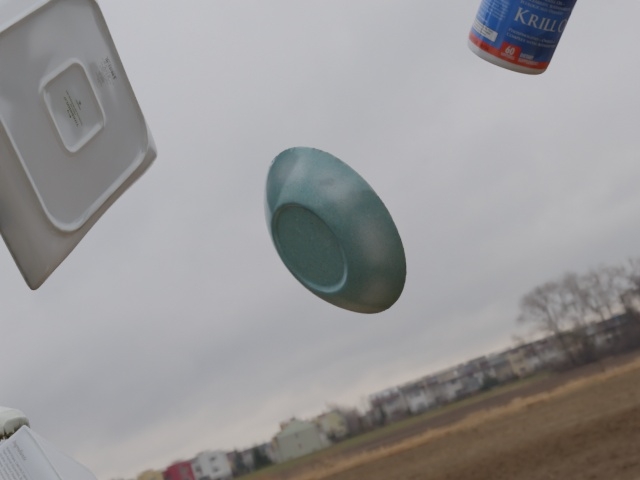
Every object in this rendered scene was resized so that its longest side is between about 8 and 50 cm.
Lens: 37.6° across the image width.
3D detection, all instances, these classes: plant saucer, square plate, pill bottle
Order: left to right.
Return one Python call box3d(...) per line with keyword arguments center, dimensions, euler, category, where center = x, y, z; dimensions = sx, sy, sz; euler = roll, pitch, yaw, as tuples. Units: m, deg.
box3d(center=(-0.336, -0.172, 1.210), dimensions=(0.049, 0.347, 0.344), euler=(-3, 32, 25), category="square plate")
box3d(center=(0.000, 0.000, 0.953), dimensions=(0.037, 0.195, 0.195), euler=(-34, -1, -34), category="plant saucer")
box3d(center=(0.294, -0.350, 1.284), dimensions=(0.124, 0.124, 0.221), euler=(-9, -51, -40), category="pill bottle")

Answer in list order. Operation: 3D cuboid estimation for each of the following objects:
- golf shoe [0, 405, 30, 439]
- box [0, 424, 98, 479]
box3d(center=(-0.367, 0.160, 0.930), dimensions=(0.176, 0.085, 0.069), euler=(-2, -6, 20), category="golf shoe")
box3d(center=(-0.202, 0.211, 0.687), dimensions=(0.087, 0.102, 0.101), euler=(-42, -36, -10), category="box")
